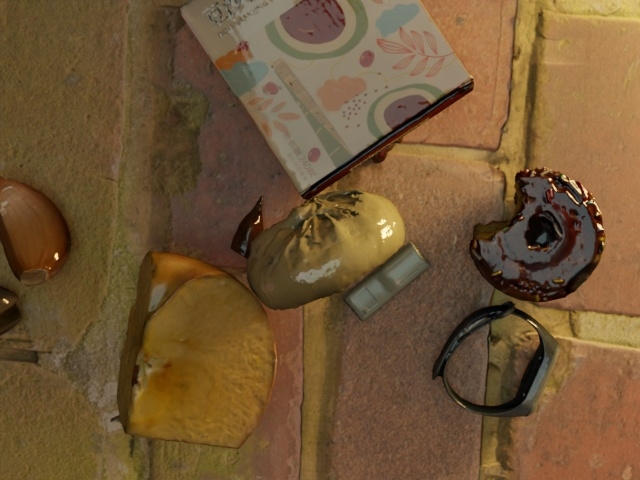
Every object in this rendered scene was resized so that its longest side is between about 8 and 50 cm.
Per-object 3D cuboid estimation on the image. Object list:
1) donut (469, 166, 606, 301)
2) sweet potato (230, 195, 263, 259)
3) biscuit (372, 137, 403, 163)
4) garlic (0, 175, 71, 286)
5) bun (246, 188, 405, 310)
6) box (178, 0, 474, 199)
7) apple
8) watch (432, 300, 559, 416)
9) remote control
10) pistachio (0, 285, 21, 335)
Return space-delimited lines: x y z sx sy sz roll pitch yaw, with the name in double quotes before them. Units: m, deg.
"donut" 0.377 -0.009 1.852 0.216 0.096 0.230 23 96 -2
"sweet potato" -0.122 -0.025 1.906 0.049 0.049 0.117 19 86 1
"biscuit" 0.084 -0.202 1.887 0.130 0.019 0.119 16 96 2
"garlic" -0.523 -0.019 1.895 0.115 0.128 0.206 -28 89 47
"bun" 0.000 0.000 1.779 0.287 0.287 0.146 -25 100 5
"box" 0.012 -0.321 1.817 0.344 0.122 0.385 -34 88 6
"apple" -0.231 0.177 1.815 0.314 0.252 0.309 19 100 26
"watch" 0.311 0.209 1.892 0.193 0.068 0.206 22 98 0
"remote control" 0.118 0.074 1.906 0.162 0.029 0.061 -41 91 6
"pistachio" -0.631 0.129 1.915 0.185 0.124 0.124 -5 95 -13
